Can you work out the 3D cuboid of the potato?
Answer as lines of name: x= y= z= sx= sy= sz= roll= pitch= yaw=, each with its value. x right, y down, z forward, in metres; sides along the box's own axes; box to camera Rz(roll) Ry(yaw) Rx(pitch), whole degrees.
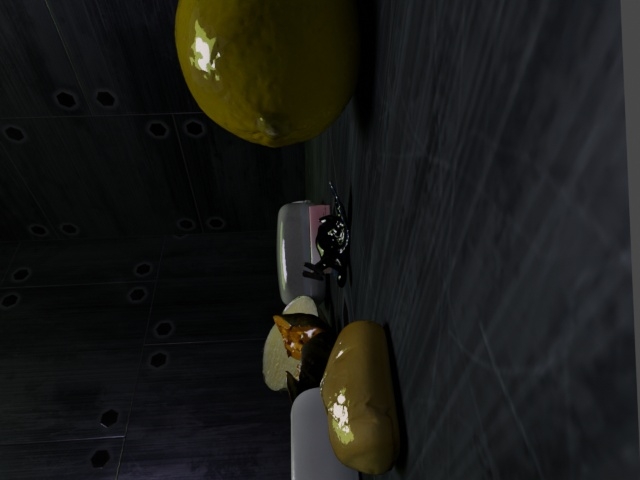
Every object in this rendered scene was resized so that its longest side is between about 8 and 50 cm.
potato: x=-0.026 y=0.233 z=1.014 sx=0.182 sy=0.117 sz=0.202 roll=-41 pitch=34 yaw=30

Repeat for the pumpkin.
pumpkin: x=-0.015 y=0.200 z=0.829 sx=0.183 sy=0.108 sz=0.119 roll=-107 pitch=6 yaw=-48

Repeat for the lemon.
lemon: x=-0.047 y=-0.181 z=0.449 sx=0.178 sy=0.178 sz=0.203 roll=93 pitch=175 yaw=-63

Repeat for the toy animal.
toy animal: x=0.016 y=0.010 z=0.659 sx=0.220 sy=0.062 sz=0.108 roll=90 pitch=-165 yaw=-54

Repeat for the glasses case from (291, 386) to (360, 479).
glasses case: x=0.006 y=0.309 z=0.629 sx=0.059 sy=0.092 sz=0.233 roll=84 pitch=180 yaw=-50

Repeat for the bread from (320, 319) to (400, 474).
bread: x=0.028 y=0.124 z=0.378 sx=0.082 sy=0.056 sz=0.115 roll=93 pitch=174 yaw=-57

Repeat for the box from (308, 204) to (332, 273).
box: x=0.000 y=0.000 z=0.963 sx=0.089 sy=0.043 sz=0.125 roll=96 pitch=171 yaw=-74

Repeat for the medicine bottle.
medicine bottle: x=-0.051 y=0.044 z=1.236 sx=0.375 sy=0.123 sz=0.282 roll=108 pitch=161 yaw=-85
